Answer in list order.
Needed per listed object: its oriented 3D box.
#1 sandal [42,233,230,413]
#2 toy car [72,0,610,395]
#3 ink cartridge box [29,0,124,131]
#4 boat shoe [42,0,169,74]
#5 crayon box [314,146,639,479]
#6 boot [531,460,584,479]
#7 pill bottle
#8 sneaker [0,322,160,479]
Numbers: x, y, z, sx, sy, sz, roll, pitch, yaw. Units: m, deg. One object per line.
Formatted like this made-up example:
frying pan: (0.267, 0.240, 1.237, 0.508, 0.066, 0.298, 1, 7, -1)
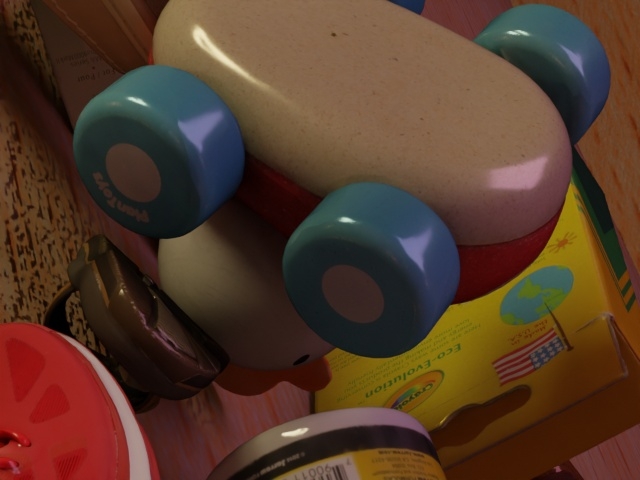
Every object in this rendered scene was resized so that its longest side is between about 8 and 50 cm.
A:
sandal: (-0.086, 0.048, 0.776, 0.090, 0.060, 0.219, 45, -3, -7)
toy car: (0.000, 0.000, 0.877, 0.210, 0.238, 0.219, 29, 43, 13)
ink cartridge box: (-0.095, -0.065, 1.044, 0.181, 0.056, 0.225, -71, 148, -71)
boat shoe: (-0.176, -0.194, 0.872, 0.302, 0.098, 0.109, 51, 22, -18)
crayon box: (0.096, 0.064, 1.101, 0.081, 0.202, 0.318, 54, 17, -24)
boot: (0.177, 0.174, 1.316, 0.280, 0.096, 0.264, 67, 8, 23)
pill bottle: (0.026, 0.190, 0.787, 0.119, 0.119, 0.209, 39, 26, -55)
sneaker: (-0.118, 0.090, 0.567, 0.128, 0.087, 0.221, 48, 18, -43)
